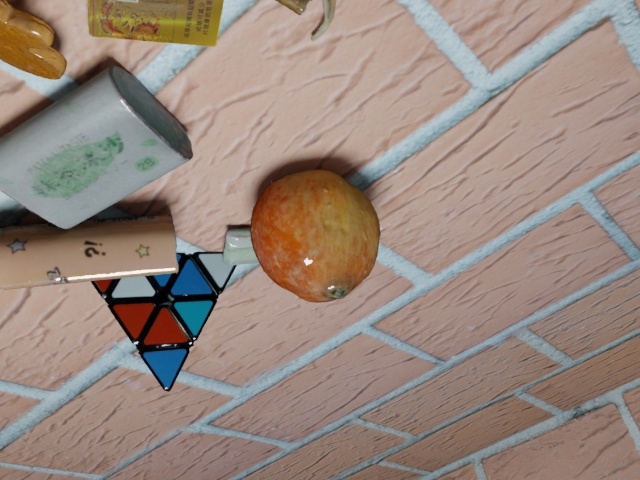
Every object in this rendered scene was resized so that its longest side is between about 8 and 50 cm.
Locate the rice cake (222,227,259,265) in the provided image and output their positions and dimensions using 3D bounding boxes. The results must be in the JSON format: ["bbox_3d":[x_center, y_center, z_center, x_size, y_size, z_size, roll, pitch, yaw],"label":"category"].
[{"bbox_3d":[-0.064,0.005,1.208,0.222,0.042,0.080,-2,137,-15],"label":"rice cake"}]

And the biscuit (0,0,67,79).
[{"bbox_3d":[-0.365,-0.246,0.716,0.166,0.036,0.250,13,169,20],"label":"biscuit"}]

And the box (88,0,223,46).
[{"bbox_3d":[-0.198,-0.280,0.803,0.157,0.022,0.089,-2,140,-18],"label":"box"}]

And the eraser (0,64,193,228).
[{"bbox_3d":[-0.319,-0.121,0.920,0.227,0.081,0.174,-26,142,16],"label":"eraser"}]

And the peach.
[{"bbox_3d":[0.000,0.000,1.071,0.233,0.232,0.232,-10,143,-7],"label":"peach"}]

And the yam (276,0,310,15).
[{"bbox_3d":[-0.070,-0.316,0.796,0.145,0.032,0.032,24,128,-39],"label":"yam"}]

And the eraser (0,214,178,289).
[{"bbox_3d":[-0.373,0.017,1.032,0.291,0.171,0.087,-5,103,-14],"label":"eraser"}]

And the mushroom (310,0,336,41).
[{"bbox_3d":[0.055,-0.359,0.783,0.068,0.043,0.306,34,127,-16],"label":"mushroom"}]

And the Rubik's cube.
[{"bbox_3d":[-0.333,0.117,1.169,0.234,0.250,0.284,37,126,-25],"label":"Rubik's cube"}]
